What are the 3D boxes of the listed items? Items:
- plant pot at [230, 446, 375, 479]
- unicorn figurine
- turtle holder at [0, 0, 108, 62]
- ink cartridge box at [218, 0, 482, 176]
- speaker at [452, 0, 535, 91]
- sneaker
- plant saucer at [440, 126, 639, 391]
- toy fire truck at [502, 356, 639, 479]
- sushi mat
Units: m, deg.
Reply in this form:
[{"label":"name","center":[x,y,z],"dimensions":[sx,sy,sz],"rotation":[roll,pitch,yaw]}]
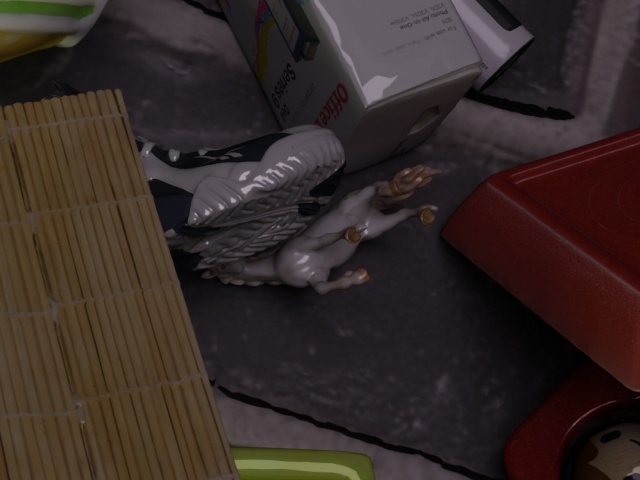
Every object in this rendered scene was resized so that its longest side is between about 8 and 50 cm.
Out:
[{"label":"plant pot","center":[-0.093,0.243,1.052],"dimensions":[0.227,0.207,0.228],"rotation":[1,73,-12]},{"label":"unicorn figurine","center":[0.000,0.000,1.216],"dimensions":[0.162,0.111,0.060],"rotation":[-19,97,-38]},{"label":"turtle holder","center":[-0.234,-0.193,1.142],"dimensions":[0.227,0.243,0.320],"rotation":[24,59,-23]},{"label":"ink cartridge box","center":[0.004,-0.162,1.228],"dimensions":[0.093,0.154,0.212],"rotation":[-24,80,-19]},{"label":"speaker","center":[0.080,-0.167,1.301],"dimensions":[0.055,0.055,0.136],"rotation":[-42,85,-21]},{"label":"sneaker","center":[-0.110,-0.051,1.172],"dimensions":[0.235,0.094,0.153],"rotation":[-29,69,19]},{"label":"plant saucer","center":[0.241,-0.015,1.199],"dimensions":[0.259,0.258,0.047],"rotation":[-17,118,-18]},{"label":"toy fire truck","center":[0.220,0.192,1.159],"dimensions":[0.254,0.169,0.302],"rotation":[-19,60,1]},{"label":"sushi mat","center":[-0.148,0.037,1.026],"dimensions":[0.151,0.019,0.316],"rotation":[-5,50,-18]}]
